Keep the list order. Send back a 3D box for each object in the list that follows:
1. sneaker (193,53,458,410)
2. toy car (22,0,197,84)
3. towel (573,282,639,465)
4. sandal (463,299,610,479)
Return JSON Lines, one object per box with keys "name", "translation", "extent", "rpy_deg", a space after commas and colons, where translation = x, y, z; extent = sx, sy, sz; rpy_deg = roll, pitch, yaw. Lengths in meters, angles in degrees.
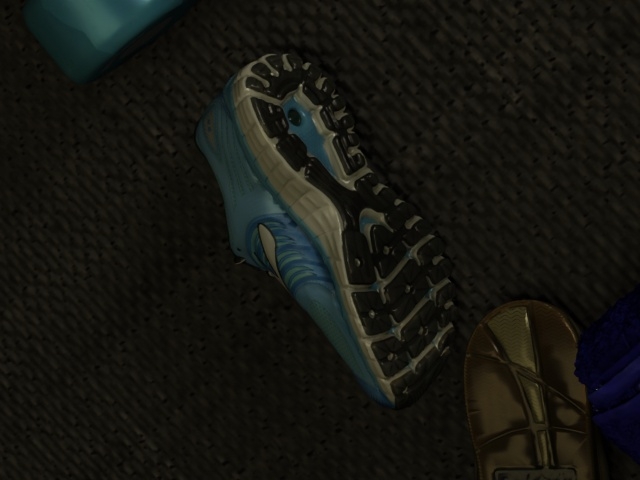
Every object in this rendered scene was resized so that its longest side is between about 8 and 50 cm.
{"name": "sneaker", "translation": [0.000, 0.000, 0.814], "extent": [0.073, 0.063, 0.162], "rpy_deg": [-24, 95, 48]}
{"name": "toy car", "translation": [-0.135, -0.168, 0.692], "extent": [0.210, 0.238, 0.219], "rpy_deg": [-35, 94, 31]}
{"name": "towel", "translation": [0.249, 0.036, 0.666], "extent": [0.227, 0.076, 0.308], "rpy_deg": [44, 131, 6]}
{"name": "sandal", "translation": [0.094, 0.113, 0.818], "extent": [0.072, 0.049, 0.180], "rpy_deg": [2, 96, 18]}
